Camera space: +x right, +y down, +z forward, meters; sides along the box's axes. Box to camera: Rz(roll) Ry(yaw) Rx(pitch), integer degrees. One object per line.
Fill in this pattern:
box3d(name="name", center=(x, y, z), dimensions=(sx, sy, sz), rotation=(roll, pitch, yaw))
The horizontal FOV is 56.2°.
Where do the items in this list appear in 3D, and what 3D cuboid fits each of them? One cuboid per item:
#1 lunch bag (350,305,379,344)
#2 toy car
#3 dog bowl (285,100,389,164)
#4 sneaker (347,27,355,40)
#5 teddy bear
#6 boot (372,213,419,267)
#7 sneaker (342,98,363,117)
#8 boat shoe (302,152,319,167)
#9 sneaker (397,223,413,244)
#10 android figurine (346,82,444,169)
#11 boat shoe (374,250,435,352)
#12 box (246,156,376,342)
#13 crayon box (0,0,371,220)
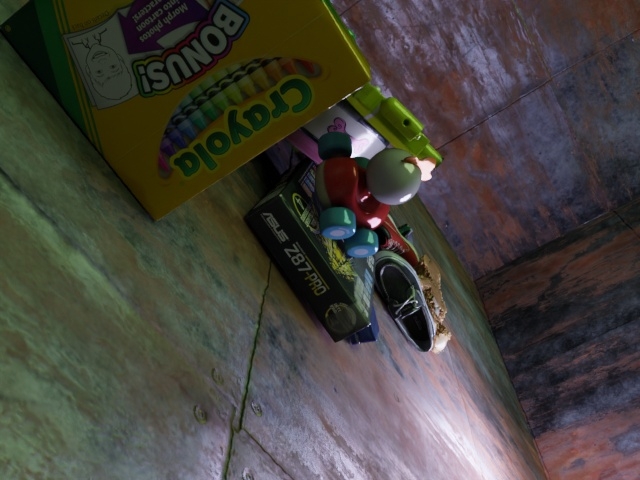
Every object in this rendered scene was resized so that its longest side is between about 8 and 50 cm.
box3d(name="lunch bag", center=(0.089, 0.190, 1.329), dimensions=(0.098, 0.065, 0.067), rotation=(-41, 116, -75))
box3d(name="toy car", center=(0.130, -0.112, 1.224), dimensions=(0.210, 0.237, 0.219), rotation=(37, 46, -52))
box3d(name="dog bowl", center=(-0.028, -0.316, 1.509), dimensions=(0.408, 0.150, 0.408), rotation=(37, 10, -7))
box3d(name="sneaker", center=(-0.008, -0.435, 1.309), dimensions=(0.109, 0.124, 0.295), rotation=(31, 9, -39))
box3d(name="teddy bear", center=(0.346, 0.215, 2.006), dimensions=(0.245, 0.113, 0.338), rotation=(24, 48, -49))
box3d(name="boot", center=(0.255, 0.031, 2.074), dimensions=(0.244, 0.088, 0.176), rotation=(54, 21, -8))
box3d(name="sneaker", center=(0.100, -0.401, 1.670), dimensions=(0.227, 0.087, 0.130), rotation=(38, 14, 29))
box3d(name="boat shoe", center=(0.032, -0.299, 1.826), dimensions=(0.097, 0.116, 0.324), rotation=(60, 33, -16))
box3d(name="sneaker", center=(0.343, 0.000, 2.388), dimensions=(0.098, 0.083, 0.224), rotation=(63, 15, -7))
box3d(name="android figurine", center=(0.144, -0.254, 1.265), dimensions=(0.273, 0.056, 0.248), rotation=(44, 6, -5))
box3d(name="boat shoe", center=(0.253, 0.178, 1.733), dimensions=(0.335, 0.121, 0.119), rotation=(56, 12, -21))
box3d(name="box", center=(0.000, 0.000, 1.331), dimensions=(0.318, 0.097, 0.395), rotation=(58, 16, -11))
box3d(name="crayon box", center=(-0.166, -0.251, 0.790), dimensions=(0.313, 0.362, 0.106), rotation=(55, 17, -17))
